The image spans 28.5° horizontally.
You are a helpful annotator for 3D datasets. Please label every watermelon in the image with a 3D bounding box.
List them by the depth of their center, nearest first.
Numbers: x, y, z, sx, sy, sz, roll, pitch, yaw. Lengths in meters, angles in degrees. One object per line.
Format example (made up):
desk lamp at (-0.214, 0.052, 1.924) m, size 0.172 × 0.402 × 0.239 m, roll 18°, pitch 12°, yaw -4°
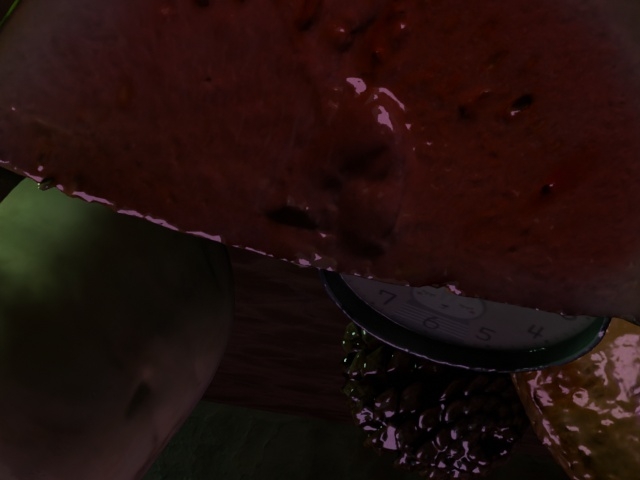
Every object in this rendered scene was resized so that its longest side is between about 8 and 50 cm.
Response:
watermelon at (0.013, -0.081, 0.515) m, size 0.303 × 0.159 × 0.128 m, roll 13°, pitch -164°, yaw -16°

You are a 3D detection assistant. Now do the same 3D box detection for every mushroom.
mushroom at (-0.228, 0.079, 0.927) m, size 0.353 × 0.353 × 0.325 m, roll 16°, pitch -167°, yaw -26°

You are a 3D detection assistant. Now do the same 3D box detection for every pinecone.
pinecone at (0.117, 0.148, 1.280) m, size 0.184 × 0.179 × 0.204 m, roll 31°, pitch -177°, yaw -33°

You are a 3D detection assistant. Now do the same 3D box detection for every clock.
clock at (0.101, 0.021, 0.880) m, size 0.215 × 0.042 × 0.215 m, roll 13°, pitch 146°, yaw 9°

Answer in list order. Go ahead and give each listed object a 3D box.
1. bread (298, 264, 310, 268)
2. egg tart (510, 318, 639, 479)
bread at (0.000, 0.000, 1.049) m, size 0.068 × 0.028 × 0.154 m, roll 17°, pitch 165°, yaw -28°
egg tart at (0.282, 0.108, 0.969) m, size 0.294 × 0.123 × 0.294 m, roll 27°, pitch 137°, yaw 28°
